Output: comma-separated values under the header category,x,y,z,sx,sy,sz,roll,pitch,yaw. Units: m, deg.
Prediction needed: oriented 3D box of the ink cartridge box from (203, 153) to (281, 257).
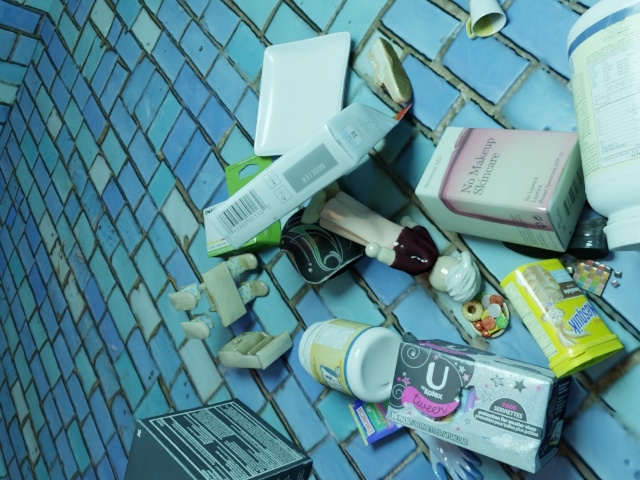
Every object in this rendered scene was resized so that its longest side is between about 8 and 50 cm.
category,x,y,z,sx,sy,sz,roll,pitch,yaw
ink cartridge box,-0.207,-0.096,1.421,0.189,0.097,0.255,-16,77,39

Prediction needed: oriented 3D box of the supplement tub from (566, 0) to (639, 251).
category,x,y,z,sx,sy,sz,roll,pitch,yaw
supplement tub,0.473,-0.158,0.745,0.235,0.235,0.324,-11,80,40

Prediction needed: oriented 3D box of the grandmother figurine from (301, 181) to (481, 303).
category,x,y,z,sx,sy,sz,roll,pitch,yaw
grandmother figurine,0.145,0.005,1.049,0.342,0.208,0.104,31,130,13

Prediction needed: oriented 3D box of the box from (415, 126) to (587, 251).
category,x,y,z,sx,sy,sz,roll,pitch,yaw
box,0.303,-0.092,0.925,0.232,0.127,0.148,14,69,42

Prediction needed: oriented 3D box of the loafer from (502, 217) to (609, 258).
category,x,y,z,sx,sy,sz,roll,pitch,yaw
loafer,0.391,-0.006,0.930,0.170,0.062,0.061,3,66,38

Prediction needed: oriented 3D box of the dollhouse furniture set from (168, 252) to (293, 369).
category,x,y,z,sx,sy,sz,roll,pitch,yaw
dollhouse furniture set,-0.194,0.172,1.323,0.161,0.212,0.242,-9,107,42

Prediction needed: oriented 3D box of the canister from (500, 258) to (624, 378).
category,x,y,z,sx,sy,sz,roll,pitch,yaw
canister,0.376,0.118,0.880,0.170,0.126,0.073,64,143,27

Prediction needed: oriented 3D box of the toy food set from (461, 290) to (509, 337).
category,x,y,z,sx,sy,sz,roll,pitch,yaw
toy food set,0.303,0.135,1.012,0.082,0.020,0.083,-40,62,31

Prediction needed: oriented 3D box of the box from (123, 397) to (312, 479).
category,x,y,z,sx,sy,sz,roll,pitch,yaw
box,-0.237,0.528,1.269,0.296,0.294,0.182,24,102,40

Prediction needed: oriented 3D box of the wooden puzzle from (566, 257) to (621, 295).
category,x,y,z,sx,sy,sz,roll,pitch,yaw
wooden puzzle,0.442,0.058,0.907,0.083,0.006,0.049,28,105,39

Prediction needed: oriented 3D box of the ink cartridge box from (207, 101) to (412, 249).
category,x,y,z,sx,sy,sz,roll,pitch,yaw
ink cartridge box,-0.004,-0.161,1.074,0.308,0.385,0.091,-33,100,34

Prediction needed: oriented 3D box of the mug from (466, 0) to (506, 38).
category,x,y,z,sx,sy,sz,roll,pitch,yaw
mug,0.298,-0.422,1.034,0.078,0.062,0.064,-21,65,31

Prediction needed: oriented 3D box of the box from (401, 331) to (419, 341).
category,x,y,z,sx,sy,sz,roll,pitch,yaw
box,0.185,0.234,1.108,0.083,0.018,0.067,45,116,34

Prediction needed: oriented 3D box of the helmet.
category,x,y,z,sx,sy,sz,roll,pitch,yaw
helmet,0.000,0.000,1.192,0.169,0.169,0.161,-39,80,32

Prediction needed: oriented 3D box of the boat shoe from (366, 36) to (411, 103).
category,x,y,z,sx,sy,sz,roll,pitch,yaw
boat shoe,0.140,-0.346,1.167,0.059,0.063,0.170,-36,55,36

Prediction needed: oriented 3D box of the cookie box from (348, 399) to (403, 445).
category,x,y,z,sx,sy,sz,roll,pitch,yaw
cookie box,0.121,0.354,1.139,0.107,0.040,0.091,-41,62,32

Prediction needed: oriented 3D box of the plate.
category,x,y,z,sx,sy,sz,roll,pitch,yaw
plate,-0.041,-0.337,1.329,0.278,0.045,0.277,7,92,41

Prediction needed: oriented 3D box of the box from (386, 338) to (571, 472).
category,x,y,z,sx,sy,sz,roll,pitch,yaw
box,0.262,0.258,0.925,0.247,0.163,0.142,9,88,35

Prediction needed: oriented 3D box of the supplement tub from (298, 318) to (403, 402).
category,x,y,z,sx,sy,sz,roll,pitch,yaw
supplement tub,0.061,0.235,1.119,0.200,0.144,0.144,1,87,55

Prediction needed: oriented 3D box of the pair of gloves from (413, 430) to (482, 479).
category,x,y,z,sx,sy,sz,roll,pitch,yaw
pair of gloves,0.257,0.360,1.034,0.159,0.023,0.198,41,112,35
